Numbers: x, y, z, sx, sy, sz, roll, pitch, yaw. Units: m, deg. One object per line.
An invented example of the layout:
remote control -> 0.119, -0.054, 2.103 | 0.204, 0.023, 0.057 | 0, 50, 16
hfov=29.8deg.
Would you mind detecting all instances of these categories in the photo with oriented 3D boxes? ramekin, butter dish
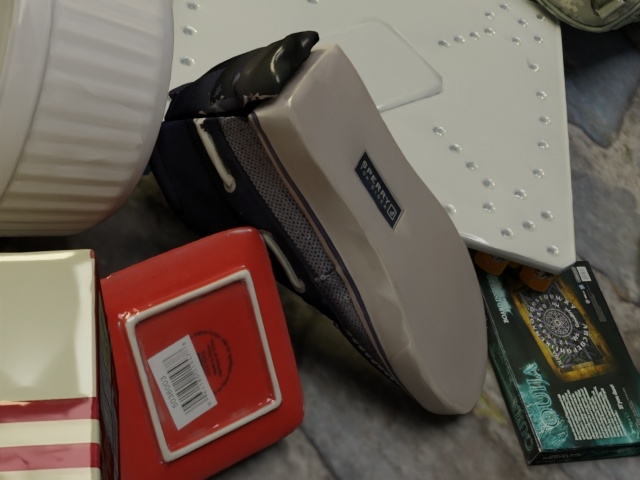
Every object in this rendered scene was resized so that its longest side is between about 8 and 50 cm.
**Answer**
ramekin -> -0.211, -0.125, 0.886 | 0.127, 0.273, 0.272 | 9, 49, -33
butter dish -> -0.111, 0.083, 0.855 | 0.160, 0.118, 0.160 | -23, 106, -36

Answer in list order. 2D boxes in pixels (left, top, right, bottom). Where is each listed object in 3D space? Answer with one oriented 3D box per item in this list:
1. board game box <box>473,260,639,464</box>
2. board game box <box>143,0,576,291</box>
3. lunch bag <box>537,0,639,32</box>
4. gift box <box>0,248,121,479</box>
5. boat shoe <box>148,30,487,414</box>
board game box -> 0.204, 0.099, 1.026 | 0.126, 0.026, 0.186 | 0, 53, -22
board game box -> 0.043, -0.149, 1.129 | 0.390, 0.050, 0.390 | 16, 44, -8
lunch bag -> 0.328, -0.356, 1.311 | 0.305, 0.213, 0.256 | -21, 85, -50
gift box -> -0.238, 0.138, 0.634 | 0.258, 0.255, 0.276 | -3, 59, -8
boat shoe -> 0.000, 0.000, 0.928 | 0.340, 0.158, 0.127 | 61, 42, -26
